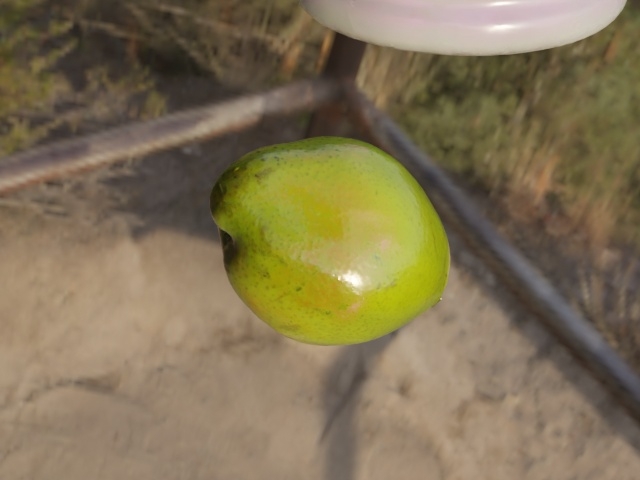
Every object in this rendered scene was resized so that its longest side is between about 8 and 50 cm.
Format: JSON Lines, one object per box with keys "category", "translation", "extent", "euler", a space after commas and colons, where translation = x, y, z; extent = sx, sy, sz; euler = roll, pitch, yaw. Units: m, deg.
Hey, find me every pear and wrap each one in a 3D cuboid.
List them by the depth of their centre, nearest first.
{"category": "pear", "translation": [0.000, 0.000, 1.377], "extent": [0.220, 0.187, 0.187], "euler": [14, 40, -35]}

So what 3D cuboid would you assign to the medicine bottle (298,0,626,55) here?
{"category": "medicine bottle", "translation": [0.083, -0.280, 0.841], "extent": [0.202, 0.315, 0.202], "euler": [1, 29, -1]}
